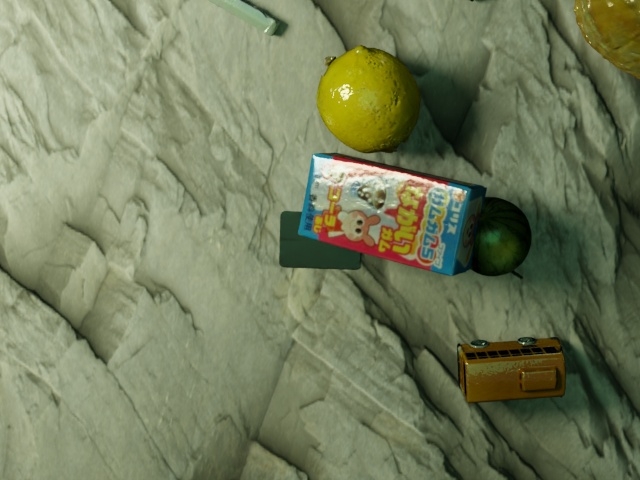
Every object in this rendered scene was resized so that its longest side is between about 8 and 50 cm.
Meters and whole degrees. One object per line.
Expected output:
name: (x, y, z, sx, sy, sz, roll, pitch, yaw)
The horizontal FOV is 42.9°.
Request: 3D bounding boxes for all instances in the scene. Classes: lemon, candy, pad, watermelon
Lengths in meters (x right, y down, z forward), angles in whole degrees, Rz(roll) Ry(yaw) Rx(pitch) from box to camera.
lemon: (0.086, -0.239, 1.416, 0.173, 0.173, 0.206, -34, 116, 8)
candy: (0.122, -0.050, 1.431, 0.305, 0.100, 0.157, 16, 102, 24)
pad: (0.000, 0.000, 1.556, 0.157, 0.003, 0.112, 2, 103, 1)
watermelon: (0.318, 0.005, 1.491, 0.140, 0.141, 0.187, -26, 139, 6)

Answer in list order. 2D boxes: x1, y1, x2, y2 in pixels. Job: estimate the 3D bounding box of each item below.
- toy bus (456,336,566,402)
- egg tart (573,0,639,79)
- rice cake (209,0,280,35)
toy bus: (0.368, 0.246, 1.550, 0.201, 0.114, 0.098, -4, 104, 2)
egg tart: (0.606, -0.444, 1.373, 0.339, 0.153, 0.352, 15, 104, -6)
rice cake: (-0.154, -0.424, 1.445, 0.180, 0.030, 0.042, 30, 107, -6)
